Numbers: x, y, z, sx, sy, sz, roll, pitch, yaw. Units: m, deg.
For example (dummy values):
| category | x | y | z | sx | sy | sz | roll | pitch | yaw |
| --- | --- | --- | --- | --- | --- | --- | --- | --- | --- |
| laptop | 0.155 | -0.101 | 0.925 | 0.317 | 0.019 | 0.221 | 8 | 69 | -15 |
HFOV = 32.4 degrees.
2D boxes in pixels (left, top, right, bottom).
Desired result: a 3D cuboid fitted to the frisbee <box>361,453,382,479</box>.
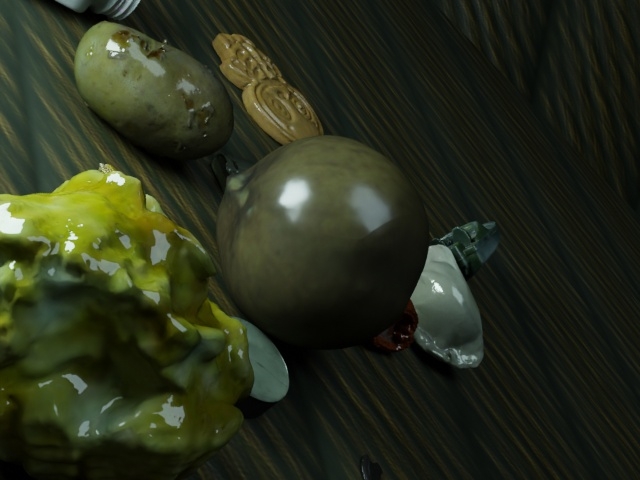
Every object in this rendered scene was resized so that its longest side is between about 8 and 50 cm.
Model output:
| category | x | y | z | sx | sy | sz | roll | pitch | yaw |
| --- | --- | --- | --- | --- | --- | --- | --- | --- | --- |
| frisbee | 0.073 | 0.361 | 1.479 | 0.211 | 0.012 | 0.187 | 32 | 30 | -29 |

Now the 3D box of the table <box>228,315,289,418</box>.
| category | x | y | z | sx | sy | sz | roll | pitch | yaw |
| --- | --- | --- | --- | --- | --- | --- | --- | --- | --- |
| table | -0.104 | 0.165 | 1.438 | 0.133 | 0.043 | 0.133 | 36 | 28 | -23 |

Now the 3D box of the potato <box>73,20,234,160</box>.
| category | x | y | z | sx | sy | sz | roll | pitch | yaw |
| --- | --- | --- | --- | --- | --- | --- | --- | --- | --- |
| potato | -0.244 | -0.216 | 1.626 | 0.262 | 0.165 | 0.165 | 34 | 29 | -20 |

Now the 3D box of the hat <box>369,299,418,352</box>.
| category | x | y | z | sx | sy | sz | roll | pitch | yaw |
| --- | --- | --- | --- | --- | --- | --- | --- | --- | --- |
| hat | 0.084 | 0.099 | 1.800 | 0.112 | 0.093 | 0.162 | 32 | 10 | -49 |

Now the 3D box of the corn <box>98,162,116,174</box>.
| category | x | y | z | sx | sy | sz | roll | pitch | yaw |
| --- | --- | --- | --- | --- | --- | --- | --- | --- | --- |
| corn | -0.280 | -0.071 | 1.510 | 0.083 | 0.028 | 0.027 | 55 | 21 | 5 |

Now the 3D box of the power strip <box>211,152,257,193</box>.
| category | x | y | z | sx | sy | sz | roll | pitch | yaw |
| --- | --- | --- | --- | --- | --- | --- | --- | --- | --- |
| power strip | -0.074 | -0.084 | 1.836 | 0.268 | 0.034 | 0.092 | 11 | 44 | -51 |

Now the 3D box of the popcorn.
| category | x | y | z | sx | sy | sz | roll | pitch | yaw |
| --- | --- | --- | --- | --- | --- | --- | --- | --- | --- |
| popcorn | -0.229 | 0.097 | 1.146 | 0.292 | 0.293 | 0.334 | -171 | -114 | -73 |

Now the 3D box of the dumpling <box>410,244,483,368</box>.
| category | x | y | z | sx | sy | sz | roll | pitch | yaw |
| --- | --- | --- | --- | --- | --- | --- | --- | --- | --- |
| dumpling | 0.197 | 0.120 | 1.899 | 0.151 | 0.124 | 0.229 | -15 | 69 | -20 |

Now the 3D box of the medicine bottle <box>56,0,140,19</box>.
| category | x | y | z | sx | sy | sz | roll | pitch | yaw |
| --- | --- | --- | --- | --- | --- | --- | --- | --- | --- |
| medicine bottle | -0.426 | -0.459 | 1.710 | 0.324 | 0.124 | 0.179 | 26 | 34 | -41 |

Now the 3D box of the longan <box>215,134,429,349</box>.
| category | x | y | z | sx | sy | sz | roll | pitch | yaw |
| --- | --- | --- | --- | --- | --- | --- | --- | --- | --- |
| longan | 0.000 | 0.000 | 1.535 | 0.319 | 0.319 | 0.319 | 36 | 28 | -23 |

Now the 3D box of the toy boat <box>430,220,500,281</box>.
| category | x | y | z | sx | sy | sz | roll | pitch | yaw |
| --- | --- | --- | --- | --- | --- | --- | --- | --- | --- |
| toy boat | 0.271 | 0.016 | 2.115 | 0.092 | 0.141 | 0.319 | 60 | 25 | -1 |

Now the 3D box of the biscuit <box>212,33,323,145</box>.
| category | x | y | z | sx | sy | sz | roll | pitch | yaw |
| --- | --- | --- | --- | --- | --- | --- | --- | --- | --- |
| biscuit | -0.094 | -0.279 | 2.072 | 0.288 | 0.044 | 0.202 | 57 | 27 | 13 |
